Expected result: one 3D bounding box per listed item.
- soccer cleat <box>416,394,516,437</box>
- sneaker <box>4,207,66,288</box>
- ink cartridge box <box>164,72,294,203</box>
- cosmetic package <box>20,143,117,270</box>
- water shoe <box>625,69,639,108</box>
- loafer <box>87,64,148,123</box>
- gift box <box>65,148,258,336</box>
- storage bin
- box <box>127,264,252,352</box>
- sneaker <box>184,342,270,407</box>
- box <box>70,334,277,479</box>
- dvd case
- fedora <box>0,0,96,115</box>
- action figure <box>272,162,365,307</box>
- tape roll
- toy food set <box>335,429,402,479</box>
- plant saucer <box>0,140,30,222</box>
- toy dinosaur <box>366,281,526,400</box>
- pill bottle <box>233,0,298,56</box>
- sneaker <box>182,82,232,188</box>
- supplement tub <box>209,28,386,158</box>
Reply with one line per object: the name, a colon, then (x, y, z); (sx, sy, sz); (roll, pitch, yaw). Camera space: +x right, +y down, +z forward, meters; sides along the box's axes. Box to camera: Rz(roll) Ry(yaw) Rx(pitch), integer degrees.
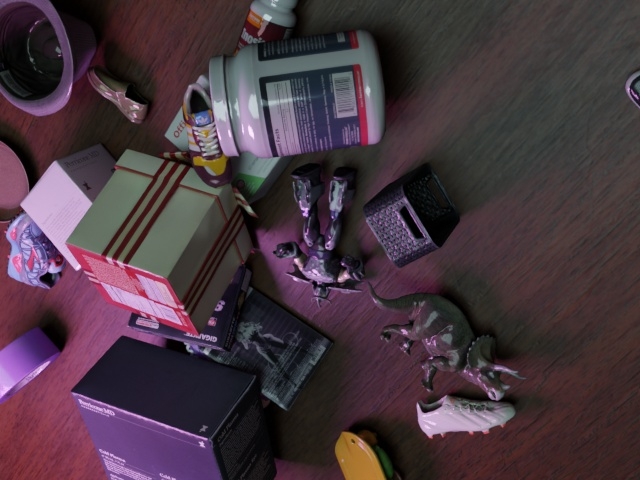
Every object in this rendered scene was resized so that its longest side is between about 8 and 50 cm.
soccer cleat: (0.273, 0.327, 1.527); (0.196, 0.068, 0.076); (-17, 99, 30)
sneaker: (-0.605, 0.011, 1.748); (0.125, 0.104, 0.262); (28, 140, 3)
ink cartridge box: (-0.163, -0.193, 1.502); (0.212, 0.093, 0.154); (43, 119, 6)
cosmetic package: (-0.475, -0.071, 1.643); (0.151, 0.151, 0.184); (-40, 92, 30)
water shoe: (0.555, -0.190, 1.210); (0.203, 0.080, 0.073); (37, 118, 6)
loafer: (-0.395, -0.298, 1.585); (0.148, 0.056, 0.050); (42, 119, -8)
gift box: (-0.263, 0.003, 1.491); (0.276, 0.258, 0.255); (18, 152, 15)
storage bin: (0.158, -0.045, 1.371); (0.084, 0.180, 0.122); (-29, 96, 28)
box: (-0.265, 0.119, 1.631); (0.220, 0.051, 0.175); (11, 76, 19)
sneaker: (-0.176, 0.241, 1.672); (0.236, 0.095, 0.104); (40, 114, -2)
box: (-0.293, 0.401, 1.664); (0.343, 0.179, 0.313); (12, 132, 23)
dvd case: (-0.111, 0.215, 1.623); (0.221, 0.018, 0.165); (33, 83, 8)
fedora: (-0.533, -0.375, 1.569); (0.275, 0.124, 0.244); (-14, 100, 37)
action figure: (0.000, 0.000, 1.504); (0.185, 0.099, 0.285); (8, 115, 14)
tape roll: (-0.700, 0.291, 1.847); (0.189, 0.189, 0.080); (-41, 89, 29)
toy food set: (0.112, 0.476, 1.653); (0.128, 0.071, 0.218); (-9, 104, 50)
plant saucer: (-0.720, -0.139, 1.786); (0.198, 0.036, 0.199); (7, 112, 19)
toy dinosaur: (0.217, 0.171, 1.482); (0.160, 0.121, 0.313); (-42, 85, 17)
pill bottle: (-0.094, -0.370, 1.412); (0.086, 0.086, 0.152); (29, 117, 11)
sneaker: (-0.201, -0.181, 1.384); (0.069, 0.084, 0.186); (-18, 74, -10)
supplement tub: (-0.035, -0.240, 1.333); (0.272, 0.191, 0.191); (-7, 107, 1)
